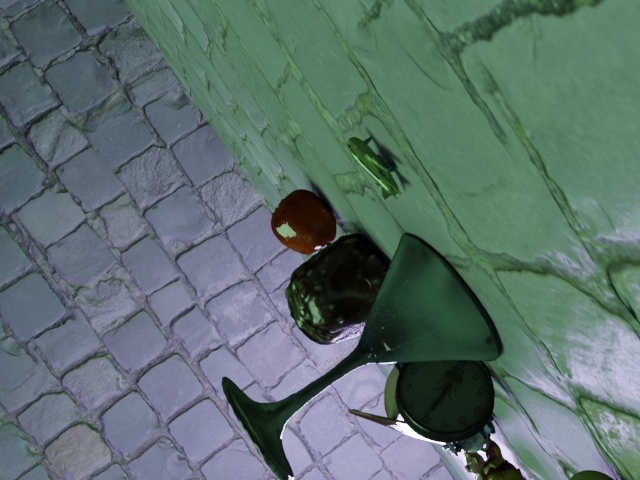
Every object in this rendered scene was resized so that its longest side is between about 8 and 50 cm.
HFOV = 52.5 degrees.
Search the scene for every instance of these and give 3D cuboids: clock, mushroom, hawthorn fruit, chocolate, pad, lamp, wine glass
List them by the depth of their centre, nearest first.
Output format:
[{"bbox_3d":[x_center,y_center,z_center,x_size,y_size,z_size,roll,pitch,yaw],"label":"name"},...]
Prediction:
[{"bbox_3d":[0.056,0.198,1.081,0.267,0.406,0.267,56,172,11],"label":"wine glass"},{"bbox_3d":[0.229,0.278,1.199,0.184,0.185,0.040,50,165,34],"label":"clock"},{"bbox_3d":[0.027,0.131,1.495,0.225,0.210,0.340,64,165,10],"label":"chocolate"},{"bbox_3d":[0.420,0.563,1.570,0.253,0.118,0.118,53,173,9],"label":"lamp"},{"bbox_3d":[0.000,0.000,1.646,0.285,0.165,0.165,46,174,-4],"label":"hawthorn fruit"},{"bbox_3d":[0.255,0.504,1.717,0.287,0.018,0.284,28,160,-34],"label":"pad"},{"bbox_3d":[0.245,0.446,1.930,0.162,0.173,0.236,57,180,31],"label":"mushroom"}]

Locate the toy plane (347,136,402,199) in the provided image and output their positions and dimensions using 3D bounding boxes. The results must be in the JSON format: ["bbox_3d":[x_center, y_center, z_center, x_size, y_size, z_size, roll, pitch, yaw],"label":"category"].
[{"bbox_3d":[0.080,-0.106,0.937,0.111,0.040,0.102,56,172,0],"label":"toy plane"}]

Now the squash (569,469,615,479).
[{"bbox_3d":[0.437,0.415,0.872,0.250,0.083,0.083,46,169,36],"label":"squash"}]

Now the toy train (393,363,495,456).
[{"bbox_3d":[0.274,0.340,1.466,0.299,0.131,0.202,59,179,-27],"label":"toy train"}]
